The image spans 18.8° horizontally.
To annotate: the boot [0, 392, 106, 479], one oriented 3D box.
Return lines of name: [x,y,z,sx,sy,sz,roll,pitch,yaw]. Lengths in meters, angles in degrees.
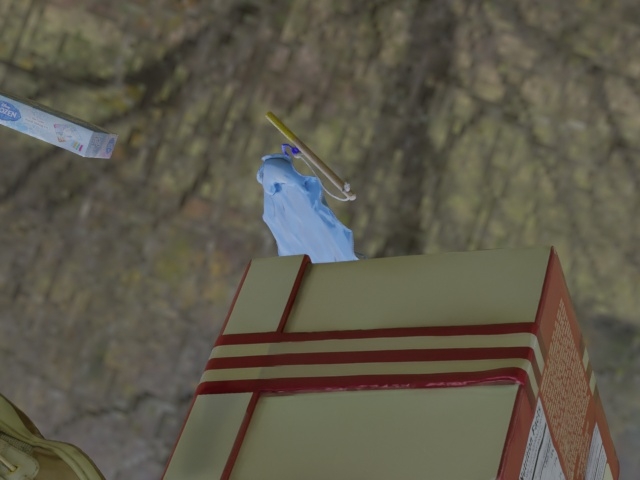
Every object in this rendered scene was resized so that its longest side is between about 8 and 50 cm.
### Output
boot: [-0.212,0.161,1.068,0.165,0.077,0.213,-20,-150,-31]

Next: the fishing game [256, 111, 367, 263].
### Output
fishing game: [0.000,0.000,1.807,0.189,0.041,0.264,44,153,40]

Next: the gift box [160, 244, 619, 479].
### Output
gift box: [0.044,0.181,1.291,0.258,0.255,0.276,-3,124,21]

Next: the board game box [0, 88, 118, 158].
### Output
board game box: [-0.182,-0.078,1.250,0.090,0.020,0.090,22,-177,3]
